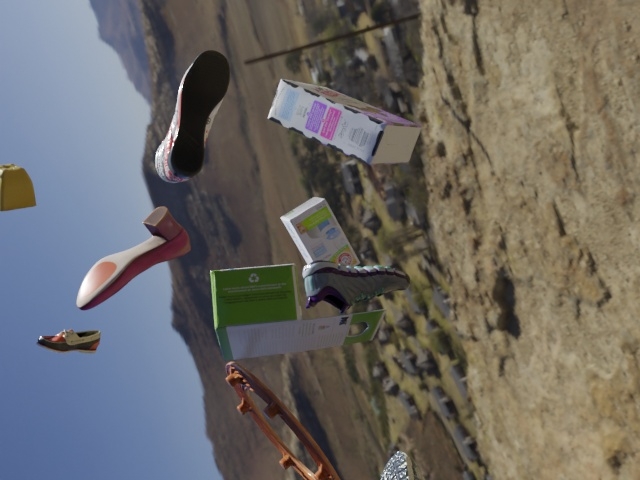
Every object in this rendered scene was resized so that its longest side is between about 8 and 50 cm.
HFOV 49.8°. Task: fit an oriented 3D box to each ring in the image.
[{"bbox_3d":[-0.073,0.362,1.262,0.336,0.032,0.336,42,156,24],"label":"ring"}]

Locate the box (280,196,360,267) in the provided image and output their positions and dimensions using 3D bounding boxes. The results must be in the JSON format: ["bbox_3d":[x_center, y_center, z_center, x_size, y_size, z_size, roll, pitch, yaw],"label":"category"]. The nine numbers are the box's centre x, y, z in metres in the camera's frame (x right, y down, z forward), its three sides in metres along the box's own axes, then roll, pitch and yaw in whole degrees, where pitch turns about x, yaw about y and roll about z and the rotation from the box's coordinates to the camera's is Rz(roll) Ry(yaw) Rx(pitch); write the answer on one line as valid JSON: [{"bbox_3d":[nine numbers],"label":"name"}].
[{"bbox_3d":[0.000,0.000,1.827,0.203,0.114,0.103,61,168,-14],"label":"box"}]

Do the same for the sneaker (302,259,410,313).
[{"bbox_3d":[0.072,0.102,1.352,0.083,0.224,0.098,127,146,-62],"label":"sneaker"}]

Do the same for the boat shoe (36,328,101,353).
[{"bbox_3d":[-0.485,0.192,1.333,0.049,0.043,0.137,24,-176,34],"label":"boat shoe"}]

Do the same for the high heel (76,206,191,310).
[{"bbox_3d":[-0.515,0.090,1.960,0.127,0.377,0.181,22,151,40],"label":"high heel"}]

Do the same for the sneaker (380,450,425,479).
[{"bbox_3d":[0.205,0.558,1.411,0.122,0.110,0.283,26,-158,-22],"label":"sneaker"}]

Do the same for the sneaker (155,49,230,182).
[{"bbox_3d":[-0.266,-0.245,1.396,0.145,0.090,0.270,-11,65,62],"label":"sneaker"}]

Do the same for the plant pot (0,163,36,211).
[{"bbox_3d":[-0.660,-0.116,1.458,0.081,0.081,0.083,19,112,32],"label":"plant pot"}]

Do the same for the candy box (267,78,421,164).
[{"bbox_3d":[0.042,-0.192,1.121,0.196,0.165,0.070,27,108,21],"label":"candy box"}]

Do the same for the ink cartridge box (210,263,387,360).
[{"bbox_3d":[-0.038,0.112,1.104,0.189,0.255,0.097,98,164,-66],"label":"ink cartridge box"}]
